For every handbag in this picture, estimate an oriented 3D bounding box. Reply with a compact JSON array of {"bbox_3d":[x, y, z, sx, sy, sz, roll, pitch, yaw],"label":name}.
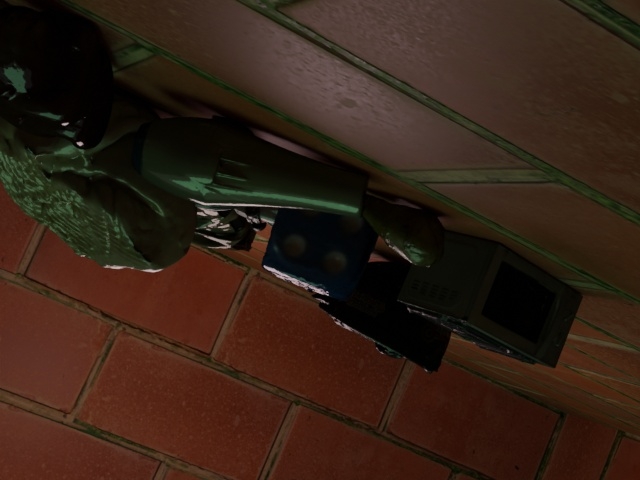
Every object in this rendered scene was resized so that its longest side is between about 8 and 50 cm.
[{"bbox_3d":[-0.262,-0.067,2.201,0.253,0.109,0.316,18,166,15],"label":"handbag"}]

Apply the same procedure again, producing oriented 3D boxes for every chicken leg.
[{"bbox_3d":[0.090,-0.026,1.531,0.178,0.070,0.093,28,-178,23],"label":"chicken leg"}]

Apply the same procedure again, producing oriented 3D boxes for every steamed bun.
[{"bbox_3d":[-0.306,-0.105,1.652,0.320,0.206,0.275,48,150,-13],"label":"steamed bun"}]

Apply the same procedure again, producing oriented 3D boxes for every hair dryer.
[{"bbox_3d":[-0.058,-0.086,1.519,0.296,0.119,0.298,16,-173,26],"label":"hair dryer"}]

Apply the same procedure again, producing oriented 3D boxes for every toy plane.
[{"bbox_3d":[-0.120,-0.061,1.965,0.171,0.065,0.162,16,160,17],"label":"toy plane"}]

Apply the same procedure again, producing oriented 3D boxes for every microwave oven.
[{"bbox_3d":[0.236,0.084,1.621,0.208,0.122,0.162,29,171,-38],"label":"microwave oven"}]

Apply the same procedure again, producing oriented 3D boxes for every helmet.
[{"bbox_3d":[0.129,0.120,2.125,0.279,0.160,0.230,33,-178,38],"label":"helmet"}]

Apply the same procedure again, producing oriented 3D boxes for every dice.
[{"bbox_3d":[0.000,0.000,1.664,0.146,0.146,0.143,23,175,0],"label":"dice"}]

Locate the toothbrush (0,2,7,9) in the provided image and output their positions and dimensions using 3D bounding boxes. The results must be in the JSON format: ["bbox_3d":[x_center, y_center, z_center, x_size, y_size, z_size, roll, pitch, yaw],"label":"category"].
[{"bbox_3d":[-0.406,-0.289,1.293,0.030,0.025,0.342,17,170,31],"label":"toothbrush"}]

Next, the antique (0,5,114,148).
[{"bbox_3d":[-0.323,-0.190,1.336,0.143,0.121,0.257,18,172,-2],"label":"antique"}]
